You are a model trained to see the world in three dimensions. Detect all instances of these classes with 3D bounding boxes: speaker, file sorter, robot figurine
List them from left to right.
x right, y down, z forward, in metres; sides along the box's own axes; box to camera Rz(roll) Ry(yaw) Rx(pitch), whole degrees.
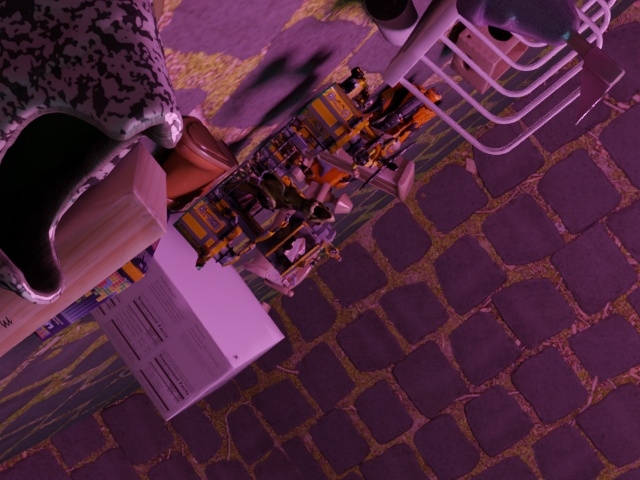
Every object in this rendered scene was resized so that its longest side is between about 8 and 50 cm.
[{"bbox_3d":[0.101,-0.198,1.516,0.291,0.085,0.211,-38,173,21],"label":"robot figurine"},{"bbox_3d":[0.093,-0.287,1.016,0.055,0.055,0.136,-38,173,11],"label":"speaker"},{"bbox_3d":[0.234,-0.270,0.970,0.193,0.173,0.278,-42,-167,47],"label":"file sorter"}]

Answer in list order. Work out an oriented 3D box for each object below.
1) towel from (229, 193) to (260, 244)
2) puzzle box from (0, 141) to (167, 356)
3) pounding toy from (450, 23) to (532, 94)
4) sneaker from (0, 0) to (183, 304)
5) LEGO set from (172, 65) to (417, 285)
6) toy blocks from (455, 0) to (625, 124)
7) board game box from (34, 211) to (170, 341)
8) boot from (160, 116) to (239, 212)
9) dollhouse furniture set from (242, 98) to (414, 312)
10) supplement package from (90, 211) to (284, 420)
[{"bbox_3d":[-0.209,0.000,1.539,0.199,0.031,0.275,-31,171,-42],"label":"towel"},{"bbox_3d":[-0.329,0.060,0.807,0.409,0.052,0.272,-37,-160,1],"label":"puzzle box"},{"bbox_3d":[0.331,-0.387,1.405,0.206,0.094,0.181,-45,169,-8],"label":"pounding toy"},{"bbox_3d":[-0.230,-0.026,0.498,0.410,0.182,0.158,-38,155,30],"label":"sneaker"},{"bbox_3d":[-0.013,-0.053,1.084,0.331,0.192,0.255,-40,-174,6],"label":"LEGO set"},{"bbox_3d":[0.099,-0.240,0.336,0.309,0.260,0.288,-31,159,-40],"label":"toy blocks"},{"bbox_3d":[-0.249,0.023,0.905,0.141,0.048,0.170,-33,-160,14],"label":"board game box"},{"bbox_3d":[-0.186,-0.074,1.003,0.152,0.073,0.197,-33,171,3],"label":"boot"},{"bbox_3d":[0.000,0.000,1.319,0.355,0.174,0.303,-63,169,-6],"label":"dollhouse furniture set"},{"bbox_3d":[-0.214,0.104,1.235,0.145,0.262,0.204,-38,174,18],"label":"supplement package"}]
